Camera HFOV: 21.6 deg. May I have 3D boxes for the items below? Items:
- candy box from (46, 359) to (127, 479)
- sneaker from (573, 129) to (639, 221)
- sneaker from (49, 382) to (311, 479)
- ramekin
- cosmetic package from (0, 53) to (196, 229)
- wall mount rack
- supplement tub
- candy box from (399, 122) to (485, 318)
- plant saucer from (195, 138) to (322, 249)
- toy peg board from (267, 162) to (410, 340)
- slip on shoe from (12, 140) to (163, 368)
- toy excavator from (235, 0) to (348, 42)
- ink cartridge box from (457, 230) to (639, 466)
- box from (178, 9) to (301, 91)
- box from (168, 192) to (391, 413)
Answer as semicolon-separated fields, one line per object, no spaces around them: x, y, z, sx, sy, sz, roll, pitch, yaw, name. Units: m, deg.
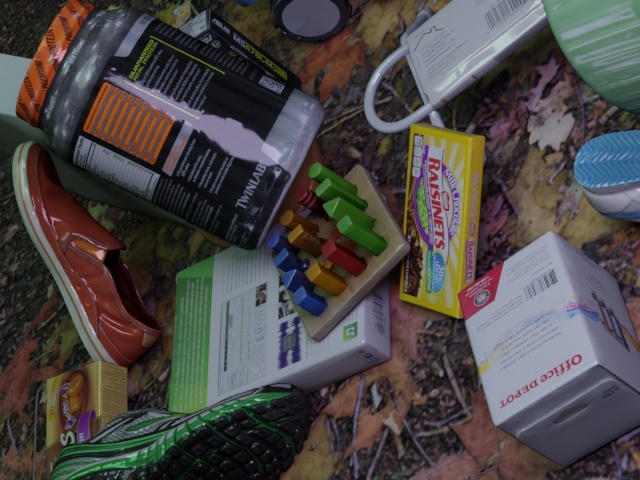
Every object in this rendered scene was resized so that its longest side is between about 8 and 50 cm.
-0.304;0.261;2.182;0.109;0.053;0.187;-20;61;36;candy box
0.378;-0.064;1.697;0.228;0.092;0.087;1;62;25;sneaker
-0.175;0.237;1.979;0.343;0.134;0.146;-21;40;9;sneaker
0.356;-0.272;1.696;0.148;0.303;0.303;-17;53;47;ramekin
-0.347;-0.148;2.344;0.377;0.284;0.097;16;76;49;cosmetic package
0.204;-0.260;1.982;0.350;0.130;0.304;-36;47;23;wall mount rack
-0.182;-0.146;2.032;0.207;0.338;0.207;-63;1;2;supplement tub
0.135;-0.023;1.886;0.105;0.027;0.206;16;107;48;candy box
-0.094;-0.085;2.187;0.200;0.037;0.200;-10;66;22;plant saucer
0.000;0.000;1.954;0.160;0.079;0.161;-45;40;16;toy peg board
-0.311;0.012;2.242;0.101;0.123;0.331;-28;87;12;slip on shoe
-0.131;-0.456;2.200;0.433;0.445;0.222;-27;47;32;toy excavator
0.238;0.111;1.682;0.128;0.127;0.176;-35;44;24;ink cartridge box
-0.155;-0.206;2.264;0.190;0.184;0.045;-31;46;30;box
-0.053;0.090;2.061;0.322;0.058;0.232;-24;49;32;box
